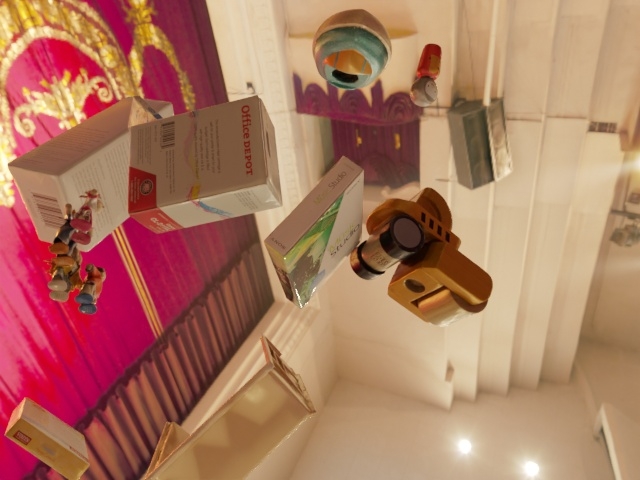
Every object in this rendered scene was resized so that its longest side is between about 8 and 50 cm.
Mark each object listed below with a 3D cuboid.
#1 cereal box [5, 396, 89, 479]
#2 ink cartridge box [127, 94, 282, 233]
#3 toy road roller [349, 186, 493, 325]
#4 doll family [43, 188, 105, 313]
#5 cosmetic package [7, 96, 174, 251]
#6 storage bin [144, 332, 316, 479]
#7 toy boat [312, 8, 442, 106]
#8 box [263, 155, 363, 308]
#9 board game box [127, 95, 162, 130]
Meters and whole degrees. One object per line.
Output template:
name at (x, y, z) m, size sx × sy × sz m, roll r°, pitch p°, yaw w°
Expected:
cereal box at (-0.597, 0.430, 1.068) m, size 0.047 × 0.173 × 0.240 m, roll -51°, pitch -163°, yaw -23°
ink cartridge box at (-0.142, -0.092, 0.608) m, size 0.175 × 0.072 × 0.127 m, roll -11°, pitch -113°, yaw 8°
toy road roller at (0.259, 0.024, 1.181) m, size 0.329 × 0.202 × 0.240 m, roll 38°, pitch -123°, yaw -6°
doll family at (-0.512, 0.016, 0.998) m, size 0.118 × 0.263 × 0.163 m, roll 3°, pitch -155°, yaw -16°
cosmetic package at (-0.575, -0.200, 1.325) m, size 0.161 × 0.230 × 0.453 m, roll 13°, pitch -142°, yaw 16°
storage bin at (-0.159, 0.322, 0.897) m, size 0.262 × 0.123 × 0.260 m, roll -43°, pitch -172°, yaw -7°
toy boat at (0.133, -0.421, 1.161) m, size 0.318 × 0.148 × 0.267 m, roll 13°, pitch 173°, yaw 1°
box at (0.000, 0.000, 1.022) m, size 0.058 × 0.322 × 0.232 m, roll 36°, pitch -107°, yaw 19°
board game box at (-0.403, -0.268, 1.115) m, size 0.090 × 0.090 × 0.020 m, roll 43°, pitch -140°, yaw 16°
